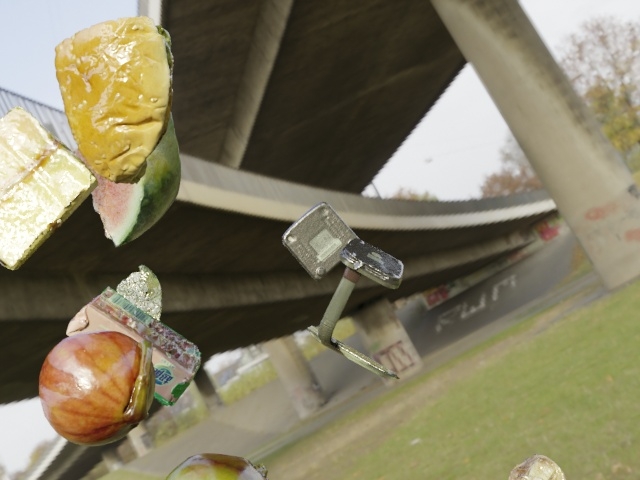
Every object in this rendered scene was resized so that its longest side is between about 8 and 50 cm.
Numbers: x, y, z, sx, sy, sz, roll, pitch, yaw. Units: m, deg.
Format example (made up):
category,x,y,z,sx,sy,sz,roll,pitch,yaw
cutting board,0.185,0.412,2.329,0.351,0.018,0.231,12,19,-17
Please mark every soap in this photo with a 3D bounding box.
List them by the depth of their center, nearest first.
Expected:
category,x,y,z,sx,sy,sz,roll,pitch,yaw
soap,-0.378,0.211,1.706,0.098,0.273,0.218,-53,5,13

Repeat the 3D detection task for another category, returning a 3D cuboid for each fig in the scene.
category,x,y,z,sx,sy,sz,roll,pitch,yaw
fig,-0.351,0.239,1.334,0.205,0.205,0.205,-28,-10,-5

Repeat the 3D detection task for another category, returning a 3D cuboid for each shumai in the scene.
category,x,y,z,sx,sy,sz,roll,pitch,yaw
shumai,0.481,0.558,1.859,0.145,0.145,0.116,-35,-27,31

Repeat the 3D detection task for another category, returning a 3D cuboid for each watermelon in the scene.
category,x,y,z,sx,sy,sz,roll,pitch,yaw
watermelon,-0.407,-0.155,1.770,0.193,0.232,0.310,-18,-52,-24

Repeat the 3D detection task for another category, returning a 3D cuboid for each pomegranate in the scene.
category,x,y,z,sx,sy,sz,roll,pitch,yaw
pomegranate,-0.129,0.339,0.938,0.205,0.159,0.159,-52,1,-26

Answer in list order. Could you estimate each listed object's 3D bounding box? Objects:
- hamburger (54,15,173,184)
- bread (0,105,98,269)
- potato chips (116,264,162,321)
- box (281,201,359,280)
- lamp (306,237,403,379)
category,x,y,z,sx,sy,sz,roll,pitch,yaw
hamburger,-0.275,-0.191,1.126,0.155,0.207,0.135,-14,-16,40
bread,-0.388,-0.054,1.165,0.167,0.163,0.264,-47,-8,-4
potato chips,-0.441,0.158,1.960,0.142,0.209,0.026,13,-23,15
box,0.000,0.000,1.671,0.126,0.125,0.027,-42,4,-9
lamp,0.089,0.147,1.504,0.124,0.203,0.283,-57,-9,-54
